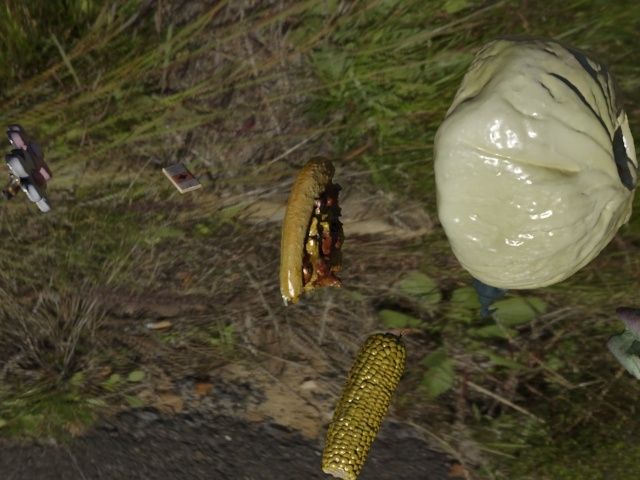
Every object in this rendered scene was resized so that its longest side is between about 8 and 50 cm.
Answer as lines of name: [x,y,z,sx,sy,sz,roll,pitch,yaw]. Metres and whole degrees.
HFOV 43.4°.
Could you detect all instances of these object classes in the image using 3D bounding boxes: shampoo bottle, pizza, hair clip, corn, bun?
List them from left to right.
hair clip: [-0.602,-0.149,1.653,0.075,0.257,0.146,-28,126,8]
pizza: [0.000,0.000,1.504,0.081,0.229,0.289,2,63,20]
corn: [0.085,0.310,1.562,0.101,0.101,0.310,29,69,-11]
shampoo bottle: [0.237,0.038,1.098,0.056,0.195,0.056,2,43,-2]
bun: [0.202,-0.062,0.717,0.244,0.153,0.243,-22,118,-48]

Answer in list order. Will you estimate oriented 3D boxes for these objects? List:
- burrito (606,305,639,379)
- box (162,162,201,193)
burrito: [0.337,0.100,0.644,0.066,0.309,0.096,-11,92,-16]
box: [-0.284,-0.129,1.653,0.046,0.012,0.083,-21,48,-29]
